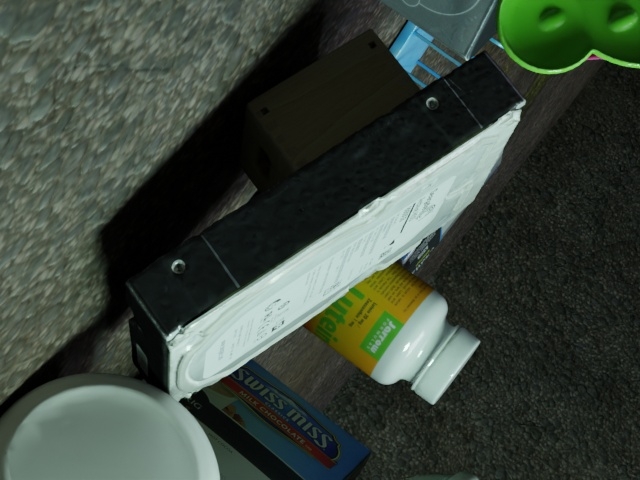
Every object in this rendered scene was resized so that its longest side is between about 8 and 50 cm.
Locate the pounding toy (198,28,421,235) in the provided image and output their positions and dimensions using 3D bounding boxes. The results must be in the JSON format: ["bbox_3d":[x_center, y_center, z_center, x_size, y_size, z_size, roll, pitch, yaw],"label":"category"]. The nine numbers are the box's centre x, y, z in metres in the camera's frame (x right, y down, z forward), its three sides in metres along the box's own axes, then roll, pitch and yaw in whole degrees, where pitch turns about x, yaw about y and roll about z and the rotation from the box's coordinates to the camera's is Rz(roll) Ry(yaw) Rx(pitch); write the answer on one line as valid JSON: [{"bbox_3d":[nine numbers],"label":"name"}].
[{"bbox_3d":[-0.029,-0.064,1.203,0.206,0.094,0.181,-33,167,-16],"label":"pounding toy"}]

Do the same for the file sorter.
[{"bbox_3d":[0.122,-0.167,1.508,0.170,0.104,0.118,-56,170,17],"label":"file sorter"}]

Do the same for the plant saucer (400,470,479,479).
[{"bbox_3d":[0.000,0.368,1.421,0.400,0.100,0.400,-48,165,-17],"label":"plant saucer"}]

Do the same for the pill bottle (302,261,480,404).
[{"bbox_3d":[0.072,0.094,1.776,0.136,0.246,0.136,-52,171,-12],"label":"pill bottle"}]

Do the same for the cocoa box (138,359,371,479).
[{"bbox_3d":[-0.151,0.319,1.519,0.347,0.231,0.228,-59,166,27],"label":"cocoa box"}]

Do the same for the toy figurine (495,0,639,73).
[{"bbox_3d":[0.192,-0.162,1.020,0.173,0.130,0.159,-29,177,-6],"label":"toy figurine"}]

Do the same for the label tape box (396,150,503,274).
[{"bbox_3d":[0.157,-0.066,2.055,0.240,0.106,0.333,-52,171,-5],"label":"label tape box"}]

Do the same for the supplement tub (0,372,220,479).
[{"bbox_3d":[-0.197,0.249,1.179,0.191,0.191,0.272,-47,169,-35],"label":"supplement tub"}]

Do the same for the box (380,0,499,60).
[{"bbox_3d":[0.146,-0.289,1.054,0.270,0.143,0.165,-46,168,-36],"label":"box"}]

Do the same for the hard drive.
[{"bbox_3d":[0.000,0.000,1.150,0.339,0.064,0.237,-34,168,-17],"label":"hard drive"}]
